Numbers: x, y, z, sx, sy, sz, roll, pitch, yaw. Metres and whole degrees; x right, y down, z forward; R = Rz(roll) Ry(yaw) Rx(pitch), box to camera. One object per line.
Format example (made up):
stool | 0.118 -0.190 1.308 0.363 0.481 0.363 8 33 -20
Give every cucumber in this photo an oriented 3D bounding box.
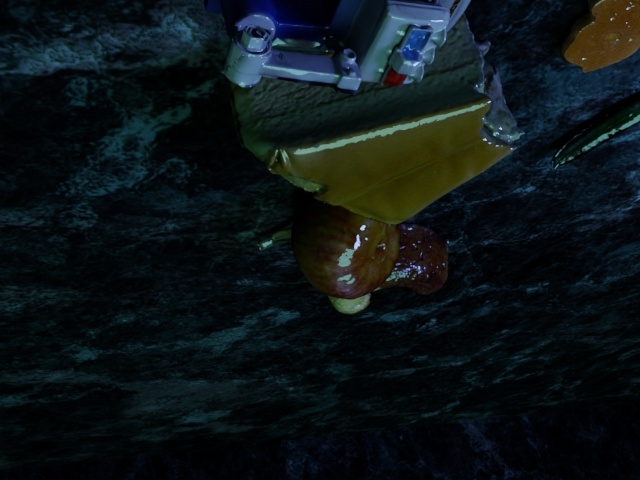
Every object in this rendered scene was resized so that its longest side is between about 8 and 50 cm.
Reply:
cucumber | 0.379 -0.151 1.019 0.184 0.033 0.036 -32 123 33

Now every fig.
fig | 0.027 -0.002 1.050 0.149 0.148 0.202 32 179 -17

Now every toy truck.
toy truck | 0.020 -0.200 0.603 0.213 0.177 0.161 -1 150 -21

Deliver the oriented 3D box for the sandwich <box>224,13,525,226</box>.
sandwich | 0.062 -0.144 0.759 0.198 0.155 0.227 -34 146 33

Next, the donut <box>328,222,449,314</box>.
donut | 0.090 0.048 1.222 0.217 0.085 0.141 -20 153 18

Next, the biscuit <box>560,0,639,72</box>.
biscuit | 0.316 -0.231 0.847 0.102 0.019 0.130 -9 153 -8
